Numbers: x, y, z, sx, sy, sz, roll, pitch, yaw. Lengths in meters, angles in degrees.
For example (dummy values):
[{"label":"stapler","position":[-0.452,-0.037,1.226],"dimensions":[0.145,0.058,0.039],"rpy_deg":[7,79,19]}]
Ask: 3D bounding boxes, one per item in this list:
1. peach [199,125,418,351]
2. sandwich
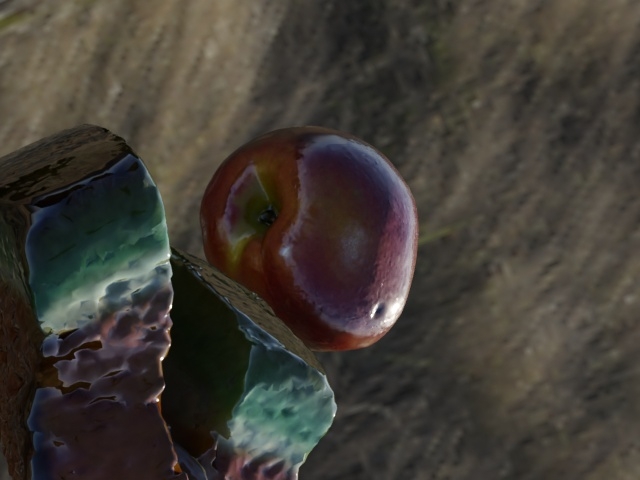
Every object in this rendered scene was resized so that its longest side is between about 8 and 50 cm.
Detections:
[{"label":"peach","position":[0.000,0.000,1.936],"dimensions":[0.243,0.199,0.243],"rpy_deg":[44,19,-20]},{"label":"sandwich","position":[-0.072,0.091,0.904],"dimensions":[0.250,0.162,0.301],"rpy_deg":[150,-72,-74]}]
